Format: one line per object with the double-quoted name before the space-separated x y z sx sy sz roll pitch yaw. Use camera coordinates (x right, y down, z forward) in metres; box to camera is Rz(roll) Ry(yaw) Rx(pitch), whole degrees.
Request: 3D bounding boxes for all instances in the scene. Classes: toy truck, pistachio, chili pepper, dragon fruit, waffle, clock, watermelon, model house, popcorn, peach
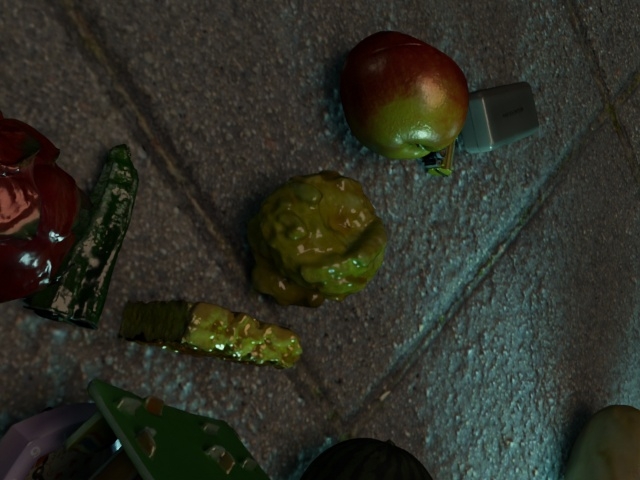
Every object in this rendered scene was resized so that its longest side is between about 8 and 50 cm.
"toy truck" 0.202 -0.172 1.301 0.062 0.052 0.123 21 74 -41
"pistachio" 0.569 0.460 1.449 0.230 0.229 0.309 50 41 -25
"chili pepper" -0.264 -0.014 0.894 0.088 0.059 0.227 26 68 -31
"dragon fruit" -0.325 -0.027 0.746 0.192 0.274 0.193 -5 65 -4
"waffle" -0.113 0.119 0.940 0.210 0.160 0.055 21 73 -36
"clock" -0.299 0.243 0.814 0.198 0.064 0.172 -45 147 -33
"watermelon" 0.062 0.371 1.037 0.212 0.212 0.212 4 84 -40
"model house" -0.204 0.355 0.843 0.312 0.242 0.358 -42 155 1
"popcorn" -0.004 -0.001 1.056 0.197 0.155 0.198 12 63 -24
"peach" 0.126 -0.222 1.159 0.190 0.190 0.193 -6 86 -40

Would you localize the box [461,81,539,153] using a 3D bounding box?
"box" 0.316 -0.220 1.362 0.243 0.055 0.103 -23 102 -53
